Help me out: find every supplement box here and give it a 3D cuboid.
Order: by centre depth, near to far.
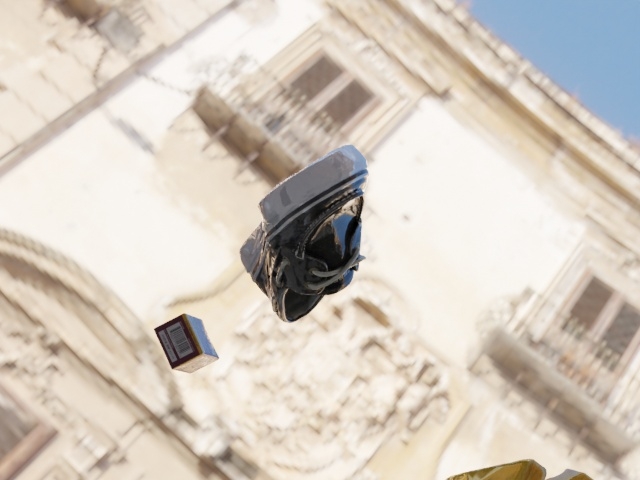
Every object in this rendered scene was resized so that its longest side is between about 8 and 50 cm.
[{"bbox_3d":[-0.155,0.120,1.722,0.043,0.083,0.055,-28,-103,5],"label":"supplement box"}]

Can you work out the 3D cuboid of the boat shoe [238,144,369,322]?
[{"bbox_3d":[0.000,0.000,1.614,0.119,0.121,0.335,59,-18,10],"label":"boat shoe"}]

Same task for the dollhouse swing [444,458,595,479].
[{"bbox_3d":[0.183,0.408,1.624,0.347,0.315,0.305,35,-15,-29],"label":"dollhouse swing"}]
